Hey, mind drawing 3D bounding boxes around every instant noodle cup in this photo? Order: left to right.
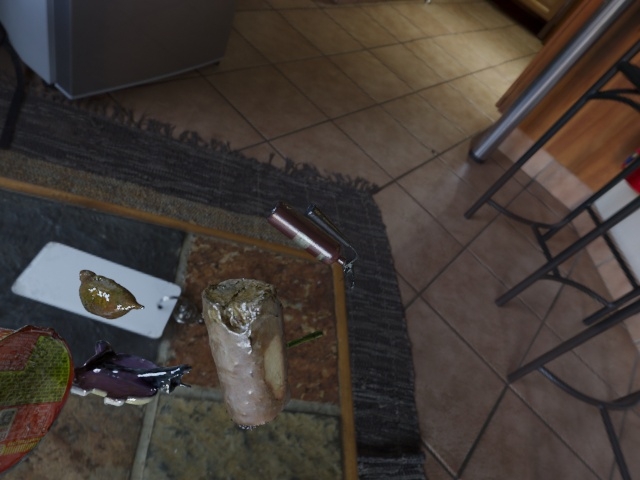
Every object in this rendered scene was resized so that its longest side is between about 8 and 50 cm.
[{"bbox_3d":[-0.466,0.172,0.550,0.212,0.193,0.193,14,44,14],"label":"instant noodle cup"}]

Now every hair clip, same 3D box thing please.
[{"bbox_3d":[-0.295,0.211,0.687,0.187,0.056,0.146,5,7,4],"label":"hair clip"}]

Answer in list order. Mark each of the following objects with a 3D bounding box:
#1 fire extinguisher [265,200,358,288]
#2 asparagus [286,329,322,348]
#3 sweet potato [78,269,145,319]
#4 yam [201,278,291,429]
[{"bbox_3d":[0.002,-0.004,0.394,0.100,0.046,0.032,36,25,-11],"label":"fire extinguisher"},{"bbox_3d":[-0.047,0.205,0.881,0.127,0.015,0.018,-15,61,-38],"label":"asparagus"},{"bbox_3d":[-0.376,0.087,0.737,0.226,0.068,0.068,15,31,40],"label":"sweet potato"},{"bbox_3d":[-0.118,0.175,0.723,0.129,0.238,0.128,11,28,35],"label":"yam"}]
